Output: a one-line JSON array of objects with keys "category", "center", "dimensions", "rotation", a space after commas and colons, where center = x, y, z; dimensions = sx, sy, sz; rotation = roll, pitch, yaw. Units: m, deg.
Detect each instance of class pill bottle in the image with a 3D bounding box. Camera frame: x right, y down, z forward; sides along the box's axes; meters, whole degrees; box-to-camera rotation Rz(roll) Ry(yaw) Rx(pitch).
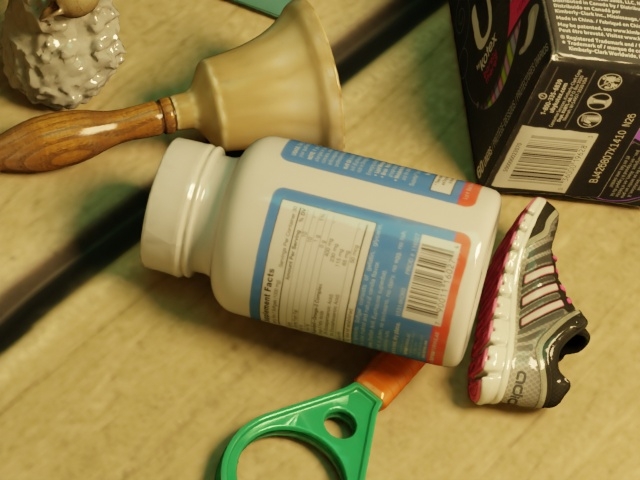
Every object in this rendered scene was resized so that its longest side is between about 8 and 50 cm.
[{"category": "pill bottle", "center": [0.000, 0.000, 1.268], "dimensions": [0.221, 0.124, 0.124], "rotation": [15, 50, 7]}]

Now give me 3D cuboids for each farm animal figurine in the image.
[{"category": "farm animal figurine", "center": [-0.260, -0.230, 1.222], "dimensions": [0.330, 0.326, 0.172], "rotation": [0, 28, -25]}]

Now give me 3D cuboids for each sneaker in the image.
[{"category": "sneaker", "center": [0.153, 0.048, 1.337], "dimensions": [0.075, 0.063, 0.170], "rotation": [19, 55, -5]}]

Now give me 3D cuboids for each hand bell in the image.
[{"category": "hand bell", "center": [-0.116, -0.085, 1.335], "dimensions": [0.242, 0.126, 0.126], "rotation": [-13, 59, -13]}]

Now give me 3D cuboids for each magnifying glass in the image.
[{"category": "magnifying glass", "center": [0.016, 0.119, 1.262], "dimensions": [0.092, 0.026, 0.231], "rotation": [37, 53, 10]}]

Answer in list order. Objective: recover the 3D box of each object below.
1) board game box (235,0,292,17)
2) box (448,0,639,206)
[{"category": "board game box", "center": [-0.135, -0.326, 1.392], "dimensions": [0.336, 0.254, 0.079], "rotation": [19, 46, -5]}, {"category": "box", "center": [0.192, -0.182, 1.457], "dimensions": [0.143, 0.165, 0.270], "rotation": [5, 52, -15]}]
